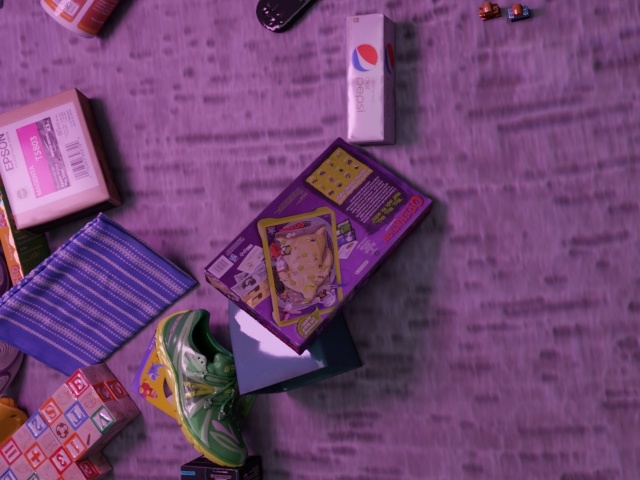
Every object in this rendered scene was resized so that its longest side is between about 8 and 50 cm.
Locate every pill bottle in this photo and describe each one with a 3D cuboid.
[{"bbox_3d":[-0.427,-0.505,1.687,0.121,0.121,0.216,44,103,16],"label":"pill bottle"}]

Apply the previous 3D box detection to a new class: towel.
[{"bbox_3d":[-0.433,0.118,1.644,0.336,0.243,0.040,-38,36,16],"label":"towel"}]

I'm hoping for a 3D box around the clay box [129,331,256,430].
[{"bbox_3d":[-0.235,0.274,1.644,0.222,0.053,0.127,27,98,19],"label":"clay box"}]

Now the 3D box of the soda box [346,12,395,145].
[{"bbox_3d":[0.087,-0.273,1.515,0.069,0.074,0.216,-1,89,21],"label":"soda box"}]

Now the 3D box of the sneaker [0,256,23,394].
[{"bbox_3d":[-0.696,0.172,1.806,0.152,0.114,0.305,-15,80,34],"label":"sneaker"}]

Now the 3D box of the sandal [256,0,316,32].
[{"bbox_3d":[-0.018,-0.475,1.566,0.097,0.054,0.254,44,104,15],"label":"sandal"}]

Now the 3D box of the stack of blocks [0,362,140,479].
[{"bbox_3d":[-0.491,0.402,1.722,0.297,0.087,0.171,-44,75,15],"label":"stack of blocks"}]

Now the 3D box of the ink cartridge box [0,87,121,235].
[{"bbox_3d":[-0.516,-0.151,1.710,0.193,0.088,0.235,-20,83,1],"label":"ink cartridge box"}]

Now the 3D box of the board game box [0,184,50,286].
[{"bbox_3d":[-0.576,0.021,1.736,0.039,0.124,0.259,-16,83,11],"label":"board game box"}]

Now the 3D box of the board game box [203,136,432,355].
[{"bbox_3d":[0.000,0.000,1.461,0.208,0.056,0.347,35,66,21],"label":"board game box"}]

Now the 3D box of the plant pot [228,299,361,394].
[{"bbox_3d":[-0.061,0.130,1.528,0.165,0.165,0.234,-22,74,19],"label":"plant pot"}]

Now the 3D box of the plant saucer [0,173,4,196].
[{"bbox_3d":[-0.683,-0.089,1.790,0.188,0.045,0.188,-2,89,50],"label":"plant saucer"}]

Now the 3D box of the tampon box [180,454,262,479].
[{"bbox_3d":[-0.176,0.477,1.595,0.120,0.101,0.161,-2,90,21],"label":"tampon box"}]

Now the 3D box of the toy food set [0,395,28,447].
[{"bbox_3d":[-0.690,0.378,1.789,0.218,0.128,0.071,-41,49,17],"label":"toy food set"}]

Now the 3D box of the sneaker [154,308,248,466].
[{"bbox_3d":[-0.194,0.255,1.546,0.123,0.109,0.296,-28,78,18],"label":"sneaker"}]

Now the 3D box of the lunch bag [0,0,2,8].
[{"bbox_3d":[-0.709,-0.511,1.819,0.083,0.071,0.053,11,95,21],"label":"lunch bag"}]

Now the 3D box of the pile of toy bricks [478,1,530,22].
[{"bbox_3d":[0.331,-0.427,1.406,0.212,0.105,0.118,-11,86,20],"label":"pile of toy bricks"}]
